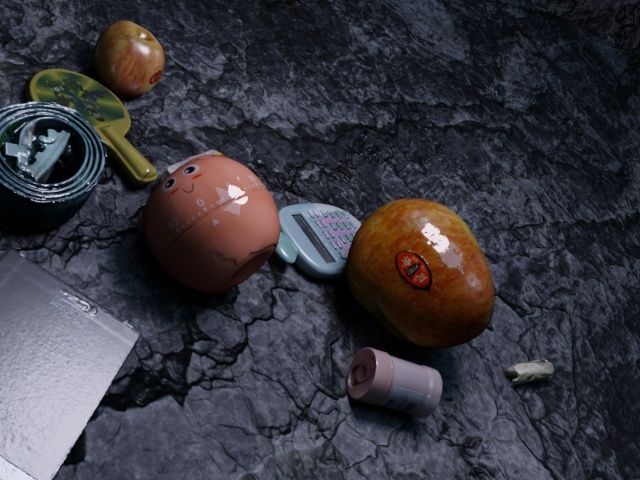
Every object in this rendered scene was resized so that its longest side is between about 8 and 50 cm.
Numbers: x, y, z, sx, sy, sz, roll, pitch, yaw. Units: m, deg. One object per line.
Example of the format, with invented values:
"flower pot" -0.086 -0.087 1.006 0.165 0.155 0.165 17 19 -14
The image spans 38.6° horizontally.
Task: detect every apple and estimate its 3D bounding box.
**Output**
"apple" -0.390 -0.373 1.864 0.146 0.131 0.146 26 32 -18
"apple" 0.185 0.075 1.787 0.250 0.277 0.309 -20 57 -14

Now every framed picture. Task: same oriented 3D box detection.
"framed picture" -0.434 0.175 1.338 0.255 0.014 0.338 34 37 -9

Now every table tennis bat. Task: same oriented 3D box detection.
"table tennis bat" -0.428 -0.219 1.745 0.321 0.050 0.198 45 34 15

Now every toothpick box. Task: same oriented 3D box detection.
"toothpick box" 0.136 0.262 1.673 0.149 0.098 0.098 20 40 -25

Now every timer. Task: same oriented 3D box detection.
"timer" -0.191 -0.030 1.589 0.215 0.229 0.230 49 37 11

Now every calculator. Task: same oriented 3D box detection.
"calculator" 0.000 0.000 1.884 0.299 0.041 0.185 -13 60 -50

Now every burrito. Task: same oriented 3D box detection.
"burrito" 0.460 0.284 1.984 0.149 0.041 0.055 -1 38 -42

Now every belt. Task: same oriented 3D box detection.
"belt" -0.477 -0.131 1.542 0.206 0.116 0.267 40 38 -5

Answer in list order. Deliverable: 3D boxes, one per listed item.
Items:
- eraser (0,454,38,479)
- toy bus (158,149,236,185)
"eraser" -0.358 0.365 1.179 0.225 0.036 0.082 35 36 -6
"toy bus" -0.243 -0.119 1.773 0.077 0.079 0.174 39 36 15
